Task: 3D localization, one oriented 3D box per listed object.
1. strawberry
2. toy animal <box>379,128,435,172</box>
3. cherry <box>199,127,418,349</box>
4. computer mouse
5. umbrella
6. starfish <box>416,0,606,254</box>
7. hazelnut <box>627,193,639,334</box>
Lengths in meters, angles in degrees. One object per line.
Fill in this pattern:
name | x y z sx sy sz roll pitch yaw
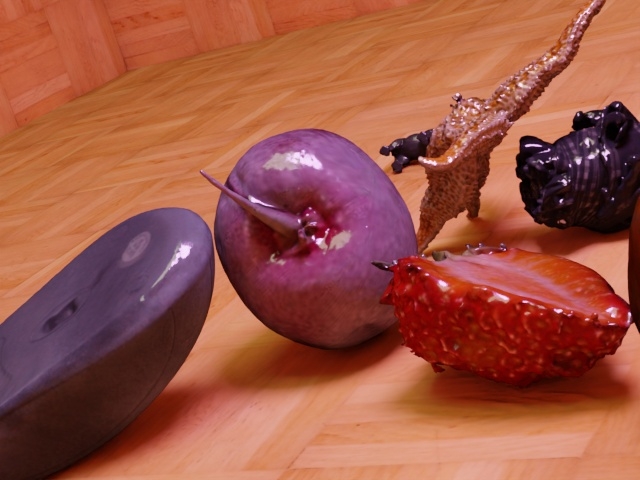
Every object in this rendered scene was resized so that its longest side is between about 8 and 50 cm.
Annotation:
strawberry | 0.169 0.067 1.122 0.228 0.098 0.174 12 16 38
toy animal | 0.153 -0.132 1.863 0.136 0.047 0.065 -16 7 28
cherry | 0.000 0.000 1.304 0.183 0.213 0.266 -26 -11 24
computer mouse | -0.233 0.121 1.277 0.371 0.122 0.188 -37 28 2
umbrella | 0.368 -0.097 1.390 0.336 0.128 0.154 -14 14 5
starfish | 0.171 -0.113 1.452 0.301 0.084 0.293 -52 -8 -25
hazelnut | 0.322 0.025 0.917 0.251 0.217 0.217 28 43 35
